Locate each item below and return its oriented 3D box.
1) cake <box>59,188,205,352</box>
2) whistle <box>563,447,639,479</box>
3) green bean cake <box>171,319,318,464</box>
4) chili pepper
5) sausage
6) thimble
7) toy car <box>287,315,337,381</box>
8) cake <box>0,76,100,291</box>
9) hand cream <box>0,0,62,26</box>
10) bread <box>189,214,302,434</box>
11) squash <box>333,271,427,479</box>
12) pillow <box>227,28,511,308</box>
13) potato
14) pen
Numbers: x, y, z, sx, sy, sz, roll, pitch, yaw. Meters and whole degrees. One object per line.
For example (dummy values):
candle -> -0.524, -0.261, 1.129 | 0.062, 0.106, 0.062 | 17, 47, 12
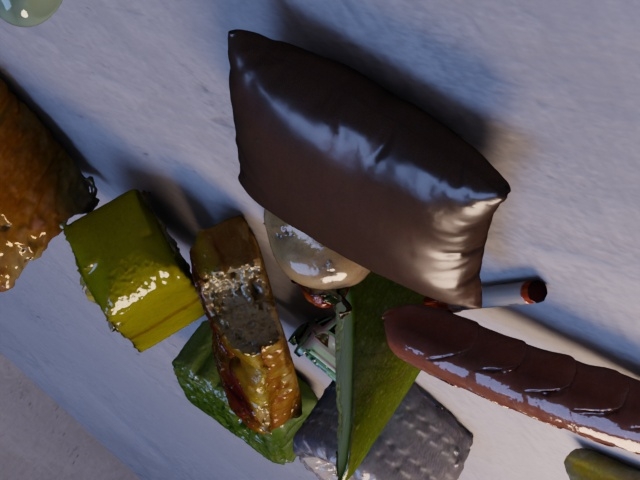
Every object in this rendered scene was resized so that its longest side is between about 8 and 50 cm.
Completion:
cake -> -0.263, 0.036, 2.131 | 0.179, 0.156, 0.260 | 55, 174, 21
whistle -> 0.445, 0.336, 1.878 | 0.326, 0.057, 0.068 | 18, 155, 41
green bean cake -> -0.119, 0.258, 2.536 | 0.248, 0.125, 0.222 | 29, 160, 16
chili pepper -> -0.014, 0.038, 1.856 | 0.050, 0.059, 0.268 | 63, 169, -30
sausage -> 0.256, 0.161, 1.696 | 0.433, 0.088, 0.088 | 19, 156, 26
thimble -> 0.092, 0.300, 2.220 | 0.236, 0.172, 0.205 | 35, 164, 8
toy car -> 0.015, 0.150, 2.129 | 0.090, 0.076, 0.224 | 39, 179, -5
cake -> -0.556, -0.093, 2.188 | 0.307, 0.293, 0.314 | 12, 144, 44
hand cream -> -0.414, -0.326, 1.688 | 0.306, 0.093, 0.147 | 27, 152, 26
bread -> -0.102, 0.130, 2.103 | 0.380, 0.109, 0.185 | 82, 172, -58
squash -> 0.033, 0.149, 1.822 | 0.169, 0.252, 0.093 | 36, 160, -3
pillow -> 0.044, -0.065, 1.514 | 0.305, 0.108, 0.308 | 29, 160, 12
potato -> -0.002, -0.002, 1.752 | 0.147, 0.112, 0.112 | 45, 160, -10
pen -> 0.181, 0.065, 1.718 | 0.028, 0.028, 0.239 | 41, 160, -16
